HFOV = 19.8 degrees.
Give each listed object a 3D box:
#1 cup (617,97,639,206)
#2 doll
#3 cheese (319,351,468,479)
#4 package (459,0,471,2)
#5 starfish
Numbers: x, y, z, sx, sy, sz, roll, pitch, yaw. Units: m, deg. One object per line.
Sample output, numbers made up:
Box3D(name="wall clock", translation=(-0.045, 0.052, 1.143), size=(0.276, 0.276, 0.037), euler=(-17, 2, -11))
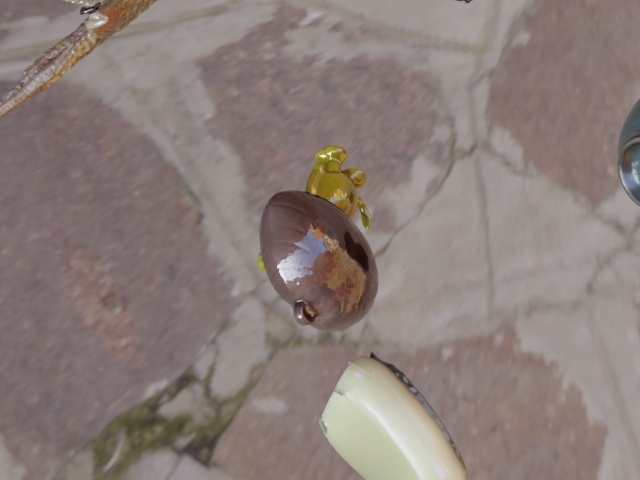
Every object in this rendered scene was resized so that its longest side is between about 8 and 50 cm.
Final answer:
Box3D(name="cup", translation=(0.368, -0.088, 1.811), size=(0.199, 0.150, 0.199), euler=(24, 127, 37))
Box3D(name="doll", translation=(0.005, 0.005, 1.712), size=(0.096, 0.188, 0.145), euler=(-15, 109, 28))
Box3D(name="cheese", translation=(0.102, 0.217, 1.622), size=(0.054, 0.127, 0.251), euler=(-34, 71, -30))
Box3D(name="package", translation=(0.102, -0.163, 0.966), size=(0.033, 0.077, 0.111), euler=(52, 148, 6))
Box3D(name="starfish", translation=(-0.215, -0.301, 1.970), size=(0.398, 0.384, 0.132), euler=(-12, 123, 41))
